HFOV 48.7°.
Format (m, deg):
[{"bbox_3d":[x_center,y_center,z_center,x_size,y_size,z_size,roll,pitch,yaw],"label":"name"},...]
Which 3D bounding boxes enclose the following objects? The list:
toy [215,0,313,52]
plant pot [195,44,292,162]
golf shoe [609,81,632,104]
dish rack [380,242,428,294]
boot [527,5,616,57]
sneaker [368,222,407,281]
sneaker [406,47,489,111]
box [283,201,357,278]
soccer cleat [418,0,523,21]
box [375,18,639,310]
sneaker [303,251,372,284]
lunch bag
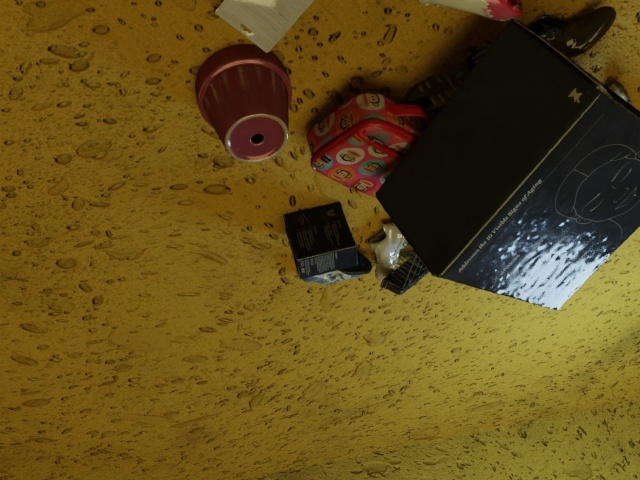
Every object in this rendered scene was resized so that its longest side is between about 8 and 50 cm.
[{"bbox_3d":[-0.073,-0.481,1.310,0.237,0.056,0.137,-42,132,21],"label":"toy"},{"bbox_3d":[-0.145,-0.265,1.443,0.201,0.180,0.201,-11,140,-9],"label":"plant pot"},{"bbox_3d":[0.743,-0.322,1.799,0.086,0.067,0.186,-22,142,8],"label":"golf shoe"},{"bbox_3d":[0.283,0.017,1.965,0.208,0.074,0.271,-34,151,-45],"label":"dish rack"},{"bbox_3d":[0.532,-0.455,1.549,0.219,0.082,0.106,-35,141,23],"label":"boot"},{"bbox_3d":[0.178,0.027,2.014,0.094,0.080,0.212,10,130,-12],"label":"sneaker"},{"bbox_3d":[0.317,-0.329,1.619,0.229,0.086,0.132,-28,143,13],"label":"sneaker"},{"bbox_3d":[0.000,0.000,1.834,0.158,0.156,0.093,-14,142,-5],"label":"box"},{"bbox_3d":[0.253,-0.505,1.379,0.331,0.116,0.143,20,144,-35],"label":"soccer cleat"},{"bbox_3d":[0.472,-0.135,1.555,0.472,0.297,0.480,15,121,-43],"label":"box"},{"bbox_3d":[0.041,0.080,2.020,0.211,0.080,0.081,-1,146,-5],"label":"sneaker"},{"bbox_3d":[0.143,-0.220,1.618,0.293,0.120,0.258,19,143,-41],"label":"lunch bag"}]
